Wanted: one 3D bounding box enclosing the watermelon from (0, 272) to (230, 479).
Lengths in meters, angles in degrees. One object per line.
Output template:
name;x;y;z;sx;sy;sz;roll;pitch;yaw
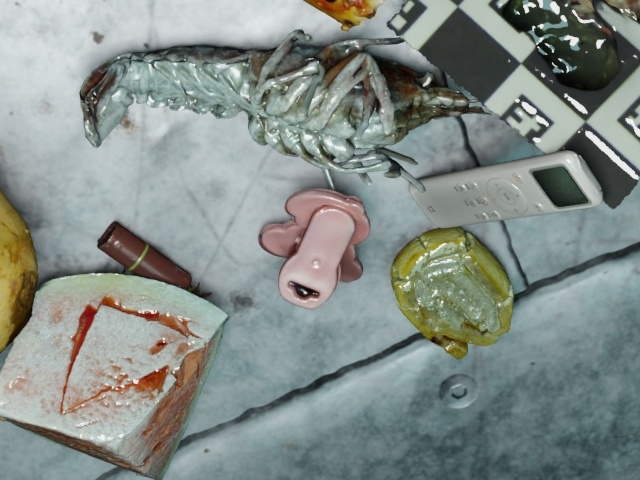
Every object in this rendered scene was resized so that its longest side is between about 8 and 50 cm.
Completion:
watermelon;-0.239;0.183;1.463;0.213;0.201;0.262;17;122;1

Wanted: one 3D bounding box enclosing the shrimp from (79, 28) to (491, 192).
shrimp;-0.034;-0.137;1.360;0.410;0.166;0.221;13;148;5

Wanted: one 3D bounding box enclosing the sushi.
sushi;0.302;-0.263;1.344;0.296;0.100;0.373;41;98;8

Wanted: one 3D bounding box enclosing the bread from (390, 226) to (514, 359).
bread;0.153;0.059;1.504;0.156;0.064;0.117;42;107;-18

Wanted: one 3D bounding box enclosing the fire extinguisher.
fire extinguisher;-0.187;0.032;1.485;0.132;0.039;0.056;37;140;-19

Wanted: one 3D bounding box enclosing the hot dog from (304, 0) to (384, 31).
hot dog;-0.029;-0.393;1.175;0.365;0.196;0.367;26;134;-13

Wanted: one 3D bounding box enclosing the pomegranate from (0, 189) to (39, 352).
pomegranate;-0.428;0.032;1.348;0.281;0.281;0.281;-1;115;-3

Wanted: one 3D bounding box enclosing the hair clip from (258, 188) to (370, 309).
hair clip;0.000;-0.006;1.442;0.123;0.102;0.138;16;115;-8

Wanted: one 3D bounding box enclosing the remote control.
remote control;0.184;-0.047;1.375;0.067;0.261;0.029;51;62;-19
